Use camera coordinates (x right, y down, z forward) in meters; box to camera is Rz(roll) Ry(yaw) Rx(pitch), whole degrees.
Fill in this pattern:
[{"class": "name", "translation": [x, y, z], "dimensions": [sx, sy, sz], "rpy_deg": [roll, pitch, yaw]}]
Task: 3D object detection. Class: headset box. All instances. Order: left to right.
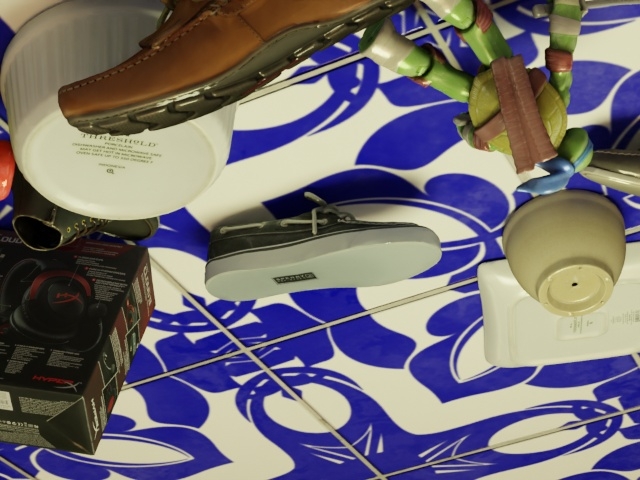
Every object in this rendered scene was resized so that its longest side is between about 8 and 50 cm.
[{"class": "headset box", "translation": [-0.340, 0.107, 1.803], "dimensions": [0.218, 0.293, 0.110], "rpy_deg": [6, 132, 9]}]

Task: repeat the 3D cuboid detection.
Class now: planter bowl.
[{"class": "planter bowl", "translation": [0.321, 0.029, 1.899], "dimensions": [0.162, 0.109, 0.162], "rpy_deg": [-1, 134, -1]}]

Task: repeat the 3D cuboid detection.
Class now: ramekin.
[{"class": "ramekin", "translation": [-0.219, -0.133, 1.615], "dimensions": [0.273, 0.127, 0.273], "rpy_deg": [-3, 145, -2]}]

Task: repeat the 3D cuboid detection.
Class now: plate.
[{"class": "plate", "translation": [0.369, 0.104, 2.094], "dimensions": [0.278, 0.045, 0.277], "rpy_deg": [-8, 144, 4]}]

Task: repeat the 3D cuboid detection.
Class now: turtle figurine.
[{"class": "turtle figurine", "translation": [0.191, -0.199, 1.592], "dimensions": [0.266, 0.274, 0.198], "rpy_deg": [35, 156, -16]}]

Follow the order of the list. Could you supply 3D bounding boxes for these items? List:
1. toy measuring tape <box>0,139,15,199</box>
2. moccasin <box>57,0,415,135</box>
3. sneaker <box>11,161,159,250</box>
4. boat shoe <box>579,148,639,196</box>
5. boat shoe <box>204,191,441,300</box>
[{"class": "toy measuring tape", "translation": [-0.421, -0.055, 1.681], "dimensions": [0.121, 0.121, 0.330], "rpy_deg": [10, 151, -20]}, {"class": "moccasin", "translation": [-0.088, -0.222, 1.439], "dimensions": [0.380, 0.147, 0.139], "rpy_deg": [-29, 178, 5]}, {"class": "sneaker", "translation": [-0.288, -0.022, 1.773], "dimensions": [0.083, 0.118, 0.222], "rpy_deg": [-32, 137, 33]}, {"class": "boat shoe", "translation": [0.477, -0.089, 1.809], "dimensions": [0.335, 0.095, 0.112], "rpy_deg": [11, 178, -15]}, {"class": "boat shoe", "translation": [0.001, 0.002, 1.856], "dimensions": [0.306, 0.105, 0.113], "rpy_deg": [-11, 149, 21]}]
